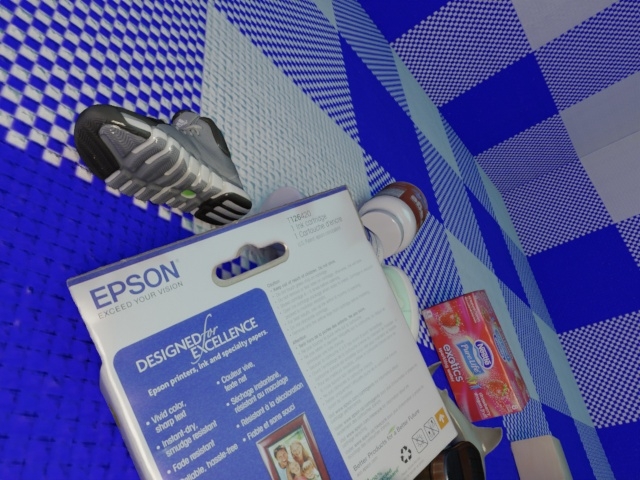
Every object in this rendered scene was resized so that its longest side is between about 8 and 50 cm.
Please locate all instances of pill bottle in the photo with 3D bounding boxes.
[{"bbox_3d":[0.143,-0.041,0.928,0.121,0.121,0.216,60,29,-6],"label":"pill bottle"},{"bbox_3d":[0.000,0.000,0.663,0.186,0.111,0.112,32,41,-45],"label":"pill bottle"}]

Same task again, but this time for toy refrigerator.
[{"bbox_3d":[0.550,0.615,1.072,0.094,0.102,0.270,35,38,-41],"label":"toy refrigerator"}]

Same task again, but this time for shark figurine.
[{"bbox_3d":[0.256,0.332,0.815,0.166,0.116,0.279,-14,81,-63],"label":"shark figurine"}]

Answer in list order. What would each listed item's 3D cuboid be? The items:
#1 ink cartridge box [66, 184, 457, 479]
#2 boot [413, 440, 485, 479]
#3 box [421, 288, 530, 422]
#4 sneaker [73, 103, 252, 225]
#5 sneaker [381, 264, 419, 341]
[{"bbox_3d":[-0.031,0.130,0.442,0.303,0.072,0.308,-22,85,-37],"label":"ink cartridge box"},{"bbox_3d":[0.176,0.349,0.684,0.219,0.106,0.082,37,42,-49],"label":"boot"},{"bbox_3d":[0.343,0.250,1.008,0.122,0.128,0.257,5,63,-58],"label":"box"},{"bbox_3d":[-0.173,-0.109,0.515,0.228,0.086,0.132,35,33,-57],"label":"sneaker"},{"bbox_3d":[0.042,0.129,0.584,0.151,0.094,0.256,34,62,-38],"label":"sneaker"}]
